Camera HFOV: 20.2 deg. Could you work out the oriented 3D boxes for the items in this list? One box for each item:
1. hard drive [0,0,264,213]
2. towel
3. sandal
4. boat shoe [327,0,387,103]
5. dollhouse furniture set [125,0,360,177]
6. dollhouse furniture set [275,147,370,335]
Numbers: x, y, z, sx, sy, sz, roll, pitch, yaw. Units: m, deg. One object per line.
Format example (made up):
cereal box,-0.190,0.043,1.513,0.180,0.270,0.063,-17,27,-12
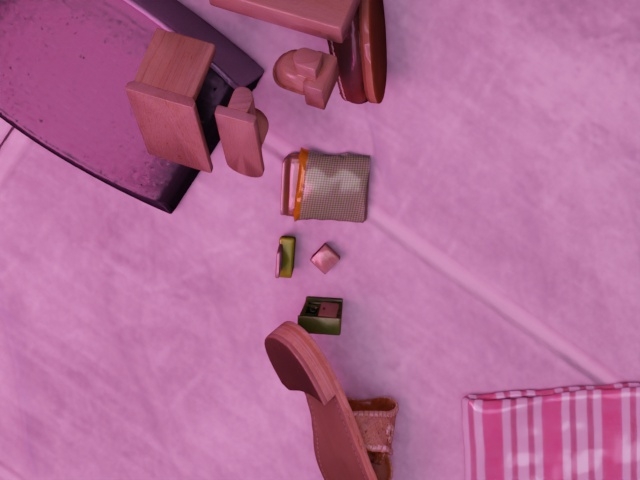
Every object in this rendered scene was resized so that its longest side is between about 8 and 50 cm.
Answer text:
hard drive,-0.195,-0.148,1.522,0.255,0.054,0.172,33,104,-4
towel,0.224,0.200,1.590,0.197,0.029,0.144,-4,103,6
sandal,0.034,0.154,1.566,0.079,0.088,0.240,-38,123,-23
boat shoe,0.014,-0.214,1.483,0.073,0.073,0.207,-3,96,12
dollhouse furniture set,-0.055,-0.139,1.461,0.144,0.123,0.151,17,70,10
dollhouse furniture set,0.000,0.000,1.541,0.076,0.058,0.151,5,105,3
